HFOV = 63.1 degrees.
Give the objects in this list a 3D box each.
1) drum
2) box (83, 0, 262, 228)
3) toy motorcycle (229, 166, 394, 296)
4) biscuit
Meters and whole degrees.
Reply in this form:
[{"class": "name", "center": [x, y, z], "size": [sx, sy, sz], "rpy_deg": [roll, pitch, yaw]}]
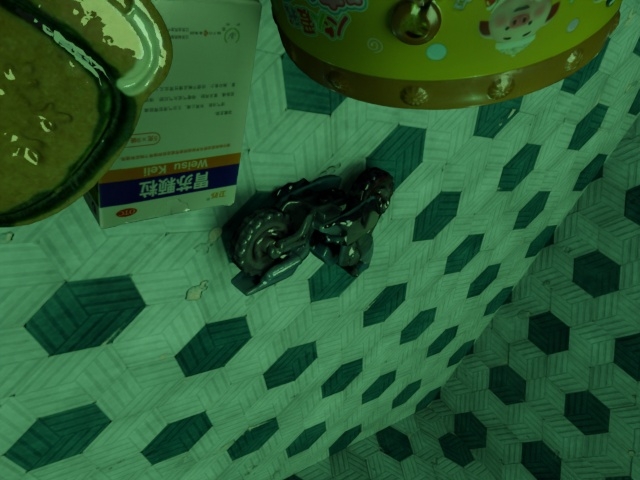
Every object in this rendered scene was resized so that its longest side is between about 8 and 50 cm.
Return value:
[{"class": "drum", "center": [0.134, -0.356, 0.571], "size": [0.431, 0.431, 0.214], "rpy_deg": [-33, 144, -17]}, {"class": "box", "center": [-0.204, -0.176, 0.674], "size": [0.200, 0.106, 0.299], "rpy_deg": [-15, 135, -35]}, {"class": "toy motorcycle", "center": [0.000, 0.000, 1.025], "size": [0.416, 0.172, 0.232], "rpy_deg": [-26, 137, -41]}, {"class": "biscuit", "center": [-0.329, -0.157, 0.506], "size": [0.344, 0.057, 0.287], "rpy_deg": [-41, 127, 20]}]
